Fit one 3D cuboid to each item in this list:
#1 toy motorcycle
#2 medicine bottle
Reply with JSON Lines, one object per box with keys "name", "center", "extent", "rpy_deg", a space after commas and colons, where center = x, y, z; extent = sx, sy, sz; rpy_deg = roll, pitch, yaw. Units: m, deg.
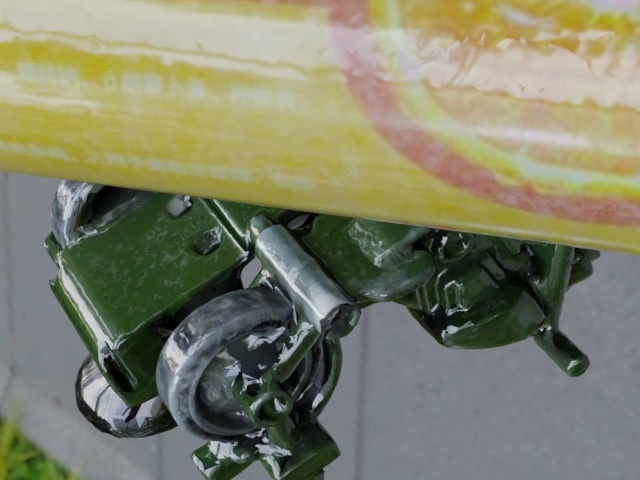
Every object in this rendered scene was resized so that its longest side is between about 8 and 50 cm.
{"name": "toy motorcycle", "center": [0.000, 0.000, 0.762], "extent": [0.205, 0.275, 0.127], "rpy_deg": [49, 169, 46]}
{"name": "medicine bottle", "center": [-0.083, -0.061, 0.464], "extent": [0.426, 0.108, 0.108], "rpy_deg": [7, 112, 16]}
